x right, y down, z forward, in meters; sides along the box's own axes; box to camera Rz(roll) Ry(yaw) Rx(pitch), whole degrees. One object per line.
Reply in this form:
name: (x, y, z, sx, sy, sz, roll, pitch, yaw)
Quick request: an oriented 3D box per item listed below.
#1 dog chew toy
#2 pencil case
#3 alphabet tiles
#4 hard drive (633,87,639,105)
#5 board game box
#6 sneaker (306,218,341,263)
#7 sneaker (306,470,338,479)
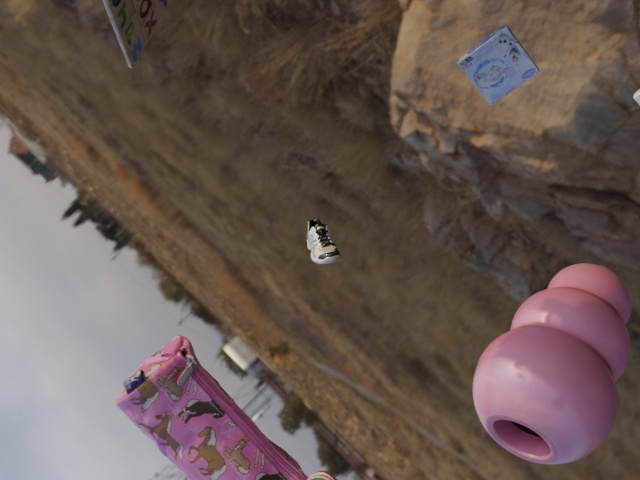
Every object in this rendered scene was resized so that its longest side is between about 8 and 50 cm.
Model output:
dog chew toy: (0.370, 0.168, 1.134, 0.206, 0.332, 0.207, 27, 148, 19)
pencil case: (-0.164, 0.343, 1.250, 0.386, 0.160, 0.167, 48, 165, -3)
alphabet tiles: (-0.192, -0.350, 0.897, 0.009, 0.237, 0.198, 23, 165, 4)
hard drive: (0.852, -0.424, 1.588, 0.047, 0.233, 0.353, 53, 133, 3)
board game box: (0.271, -0.267, 1.145, 0.090, 0.090, 0.020, 47, -152, -19)
sneaker: (0.000, 0.000, 0.855, 0.083, 0.032, 0.037, -134, 35, -63)
sneaker: (-0.045, 0.261, 0.629, 0.057, 0.161, 0.075, 46, -156, 24)
